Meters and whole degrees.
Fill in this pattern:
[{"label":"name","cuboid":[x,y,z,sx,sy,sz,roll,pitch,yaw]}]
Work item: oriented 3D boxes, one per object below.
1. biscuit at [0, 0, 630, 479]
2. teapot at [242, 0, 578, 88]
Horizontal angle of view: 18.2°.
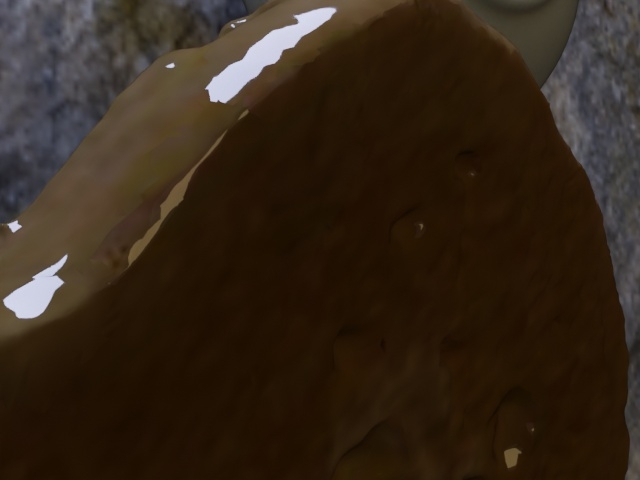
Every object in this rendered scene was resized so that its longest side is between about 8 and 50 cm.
[{"label":"biscuit","cuboid":[-0.018,0.114,0.647,0.365,0.062,0.385,-42,135,-35]},{"label":"teapot","cuboid":[0.027,-0.117,0.792,0.245,0.116,0.159,2,92,-37]}]
